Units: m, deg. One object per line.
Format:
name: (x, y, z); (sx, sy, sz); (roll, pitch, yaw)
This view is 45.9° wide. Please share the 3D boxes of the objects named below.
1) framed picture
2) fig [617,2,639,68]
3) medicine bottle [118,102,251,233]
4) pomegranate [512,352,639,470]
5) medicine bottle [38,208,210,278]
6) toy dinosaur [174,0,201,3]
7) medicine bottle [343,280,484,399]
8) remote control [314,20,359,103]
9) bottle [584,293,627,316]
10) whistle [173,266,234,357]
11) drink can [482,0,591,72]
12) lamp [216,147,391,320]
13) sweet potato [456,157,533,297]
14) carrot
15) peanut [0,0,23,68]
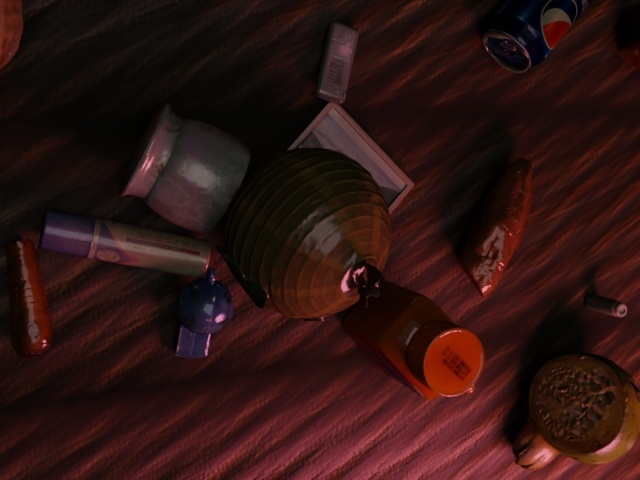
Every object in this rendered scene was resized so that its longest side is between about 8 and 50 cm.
framed picture: (0.039, -0.104, 1.208); (0.203, 0.015, 0.150); (45, 80, -20)
fig: (0.619, -0.368, 1.353); (0.165, 0.154, 0.144); (-26, 91, -48)
medicine bottle: (-0.190, -0.099, 1.047); (0.143, 0.147, 0.147); (28, 86, -19)
pomegranate: (0.466, 0.324, 1.341); (0.159, 0.189, 0.241); (33, 82, -46)
medicine bottle: (-0.275, 0.006, 1.073); (0.230, 0.059, 0.059); (12, 92, -23)
toy dinosaur: (-0.172, -0.383, 1.085); (0.041, 0.026, 0.113); (34, 92, -5)
medicine bottle: (0.148, 0.159, 1.169); (0.112, 0.222, 0.149); (-45, 110, -11)
remote control: (0.026, -0.276, 1.174); (0.053, 0.018, 0.125); (14, 83, -20)
bottle: (0.523, 0.120, 1.387); (0.030, 0.083, 0.030); (-3, 98, -21)
whistle: (-0.170, 0.112, 1.096); (0.090, 0.090, 0.158); (5, 108, -22)
drink can: (0.364, -0.382, 1.250); (0.118, 0.118, 0.205); (43, 82, -20)
lamp: (0.000, 0.000, 1.061); (0.250, 0.284, 0.250); (-24, 133, -30)
sweet potato: (0.299, -0.028, 1.281); (0.097, 0.097, 0.252); (25, 83, -22)
carrot: (-0.402, 0.079, 1.039); (0.055, 0.055, 0.162); (-7, 91, -21)
peanut: (-0.428, -0.315, 0.936); (0.153, 0.140, 0.325); (33, 79, -40)
